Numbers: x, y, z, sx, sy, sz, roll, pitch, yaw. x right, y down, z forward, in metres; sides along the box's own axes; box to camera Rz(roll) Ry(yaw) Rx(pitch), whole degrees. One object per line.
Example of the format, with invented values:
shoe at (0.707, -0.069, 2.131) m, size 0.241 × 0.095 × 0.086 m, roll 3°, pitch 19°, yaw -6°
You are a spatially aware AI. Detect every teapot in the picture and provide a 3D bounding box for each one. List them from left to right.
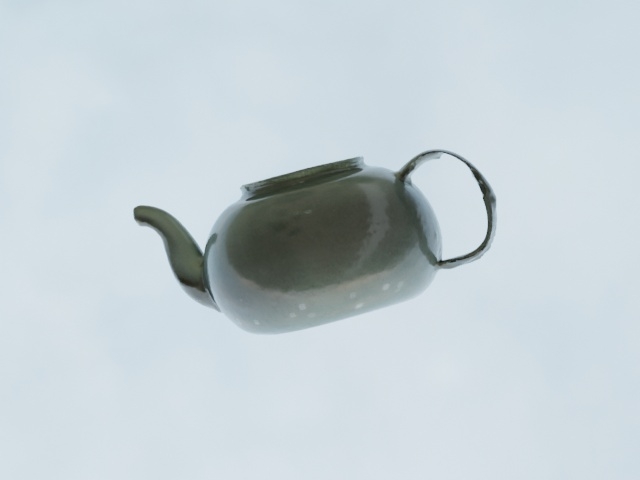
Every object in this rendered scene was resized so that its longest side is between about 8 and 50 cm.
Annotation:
teapot at (0.000, 0.000, 1.605) m, size 0.294 × 0.129 × 0.193 m, roll -14°, pitch -178°, yaw 15°
